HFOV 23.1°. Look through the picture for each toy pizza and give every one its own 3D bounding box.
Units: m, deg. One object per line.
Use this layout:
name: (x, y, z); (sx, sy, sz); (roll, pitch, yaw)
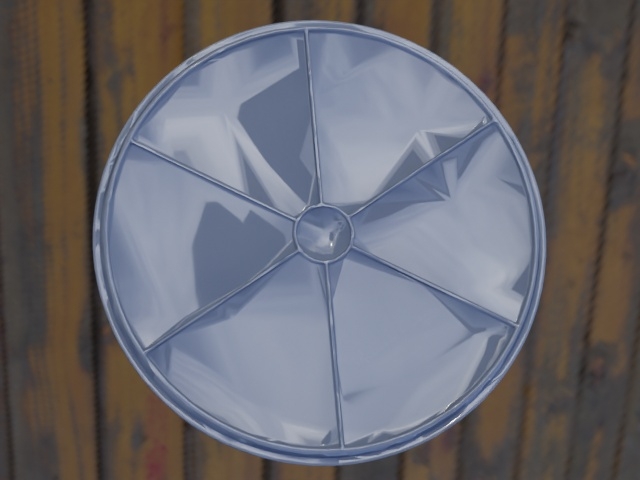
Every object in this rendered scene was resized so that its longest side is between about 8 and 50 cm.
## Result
toy pizza: (0.000, 0.000, 0.699); (0.201, 0.201, 0.032); (-43, 175, -12)
